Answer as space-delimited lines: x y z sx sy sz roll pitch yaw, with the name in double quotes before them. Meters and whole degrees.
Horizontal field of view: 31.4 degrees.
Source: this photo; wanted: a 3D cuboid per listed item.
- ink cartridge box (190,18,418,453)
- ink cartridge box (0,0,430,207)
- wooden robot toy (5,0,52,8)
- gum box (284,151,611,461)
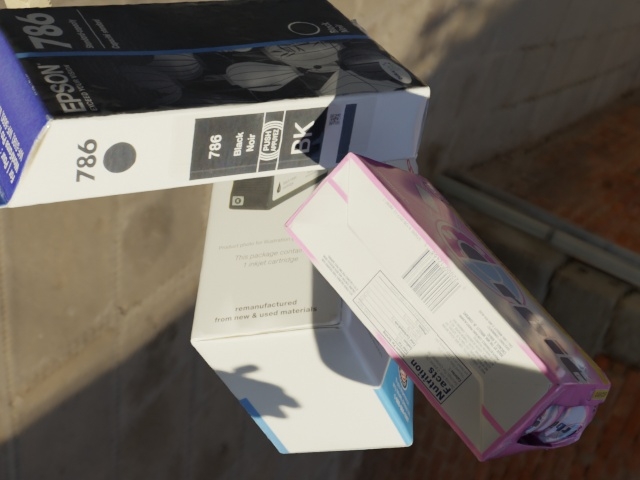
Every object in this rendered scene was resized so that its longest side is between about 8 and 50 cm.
"ink cartridge box" 0.000 0.000 1.000 0.223 0.129 0.308 60 28 -51
"ink cartridge box" -0.109 -0.100 0.763 0.332 0.165 0.065 -10 128 -27
"wooden robot toy" -0.230 -0.174 1.047 0.079 0.076 0.173 -56 139 -31
"gum box" 0.078 0.040 0.655 0.062 0.188 0.107 -47 155 16
